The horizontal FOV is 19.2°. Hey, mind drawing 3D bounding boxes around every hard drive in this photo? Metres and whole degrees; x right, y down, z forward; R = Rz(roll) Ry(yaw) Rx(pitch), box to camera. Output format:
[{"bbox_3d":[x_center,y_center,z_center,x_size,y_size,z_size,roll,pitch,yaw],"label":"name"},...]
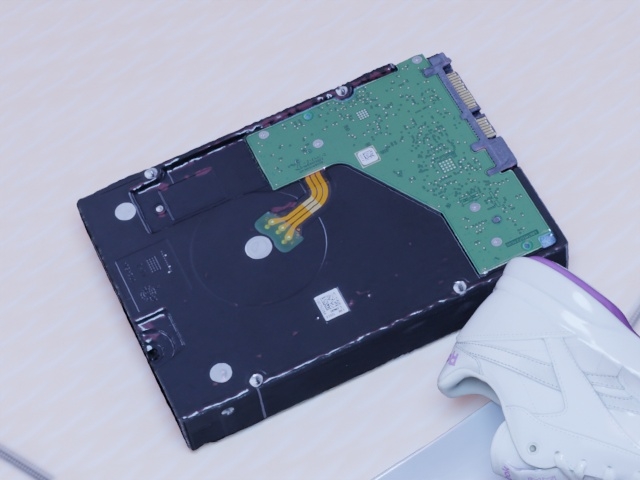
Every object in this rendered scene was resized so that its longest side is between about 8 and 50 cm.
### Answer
[{"bbox_3d":[0.000,0.000,1.537,0.339,0.064,0.237,-25,58,-8],"label":"hard drive"}]

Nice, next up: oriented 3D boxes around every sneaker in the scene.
[{"bbox_3d":[0.216,0.146,1.355,0.305,0.114,0.152,39,83,31],"label":"sneaker"}]

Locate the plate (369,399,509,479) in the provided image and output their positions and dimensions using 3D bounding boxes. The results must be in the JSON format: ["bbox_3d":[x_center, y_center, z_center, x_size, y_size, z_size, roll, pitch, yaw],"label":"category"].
[{"bbox_3d":[0.192,0.231,1.378,0.277,0.045,0.278,-33,60,-14],"label":"plate"}]
